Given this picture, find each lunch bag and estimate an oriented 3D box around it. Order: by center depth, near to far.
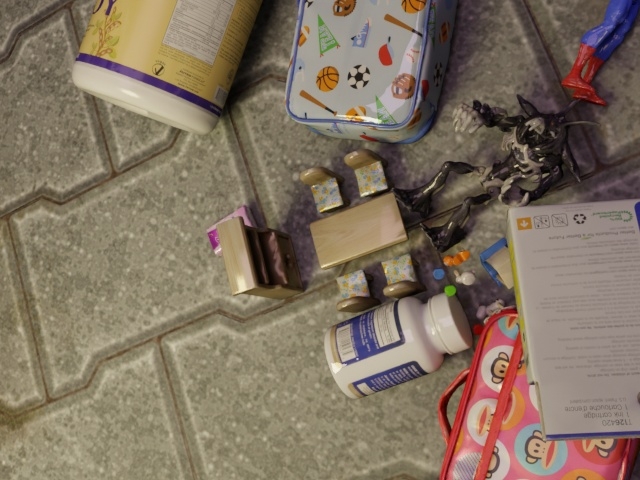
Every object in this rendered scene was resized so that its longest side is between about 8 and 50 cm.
[{"bbox_3d":[0.278,0.240,1.090,0.258,0.120,0.293,15,86,28],"label":"lunch bag"},{"bbox_3d":[0.069,-0.303,1.260,0.243,0.115,0.303,9,87,27],"label":"lunch bag"}]

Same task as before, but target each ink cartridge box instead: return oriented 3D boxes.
[{"bbox_3d":[0.390,0.089,0.992,0.304,0.072,0.307,-3,61,6],"label":"ink cartridge box"}]

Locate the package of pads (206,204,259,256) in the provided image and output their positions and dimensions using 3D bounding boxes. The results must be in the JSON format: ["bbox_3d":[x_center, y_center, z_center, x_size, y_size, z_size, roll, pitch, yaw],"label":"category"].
[{"bbox_3d":[-0.140,-0.016,1.355,0.083,0.032,0.050,-31,69,17],"label":"package of pads"}]

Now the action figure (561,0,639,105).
[{"bbox_3d":[0.440,-0.312,1.107,0.139,0.091,0.280,22,93,32],"label":"action figure"}]

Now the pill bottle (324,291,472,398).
[{"bbox_3d":[0.111,0.142,1.176,0.187,0.112,0.111,-23,74,19],"label":"pill bottle"}]

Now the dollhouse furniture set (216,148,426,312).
[{"bbox_3d":[0.000,0.000,1.218,0.242,0.161,0.212,-21,75,20],"label":"dollhouse furniture set"}]

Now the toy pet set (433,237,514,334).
[{"bbox_3d":[0.218,0.045,1.154,0.114,0.065,0.122,-36,113,0],"label":"toy pet set"}]

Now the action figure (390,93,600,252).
[{"bbox_3d":[0.240,-0.102,1.140,0.276,0.141,0.164,-38,68,18],"label":"action figure"}]

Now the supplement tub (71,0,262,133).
[{"bbox_3d":[-0.228,-0.358,1.329,0.241,0.241,0.331,20,91,25],"label":"supplement tub"}]
